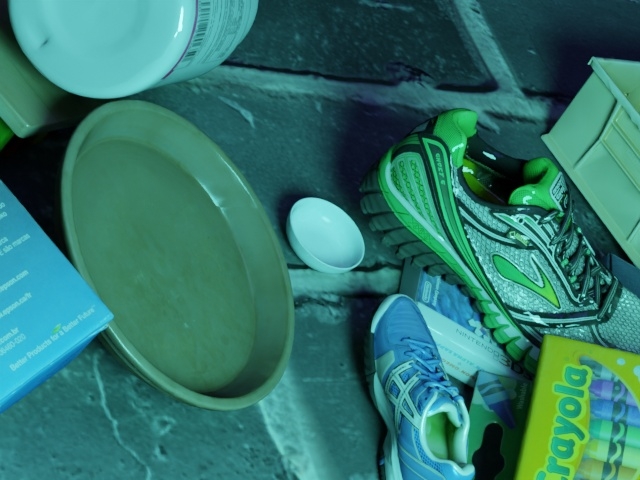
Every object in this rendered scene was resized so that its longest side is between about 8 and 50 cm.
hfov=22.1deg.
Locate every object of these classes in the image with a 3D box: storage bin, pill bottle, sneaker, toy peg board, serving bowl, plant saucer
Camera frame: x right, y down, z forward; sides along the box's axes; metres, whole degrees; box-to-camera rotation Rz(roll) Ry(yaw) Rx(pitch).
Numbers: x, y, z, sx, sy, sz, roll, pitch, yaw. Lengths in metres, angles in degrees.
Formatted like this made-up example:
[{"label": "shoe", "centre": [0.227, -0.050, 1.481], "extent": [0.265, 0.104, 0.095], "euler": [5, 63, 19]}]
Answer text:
[{"label": "storage bin", "centre": [0.434, -0.072, 1.887], "extent": [0.262, 0.123, 0.260], "euler": [0, 47, -41]}, {"label": "pill bottle", "centre": [-0.153, -0.216, 1.458], "extent": [0.160, 0.160, 0.283], "euler": [44, 15, 2]}, {"label": "sneaker", "centre": [0.203, 0.016, 1.542], "extent": [0.343, 0.146, 0.134], "euler": [38, 39, -6]}, {"label": "sneaker", "centre": [0.094, 0.139, 1.445], "extent": [0.080, 0.081, 0.211], "euler": [9, 57, -34]}, {"label": "toy peg board", "centre": [-0.284, -0.141, 1.420], "extent": [0.161, 0.079, 0.160], "euler": [49, 23, 6]}, {"label": "serving bowl", "centre": [0.000, 0.000, 1.552], "extent": [0.083, 0.027, 0.083], "euler": [23, 43, -23]}, {"label": "plant saucer", "centre": [-0.124, 0.015, 1.360], "extent": [0.278, 0.041, 0.278], "euler": [37, 39, -37]}]

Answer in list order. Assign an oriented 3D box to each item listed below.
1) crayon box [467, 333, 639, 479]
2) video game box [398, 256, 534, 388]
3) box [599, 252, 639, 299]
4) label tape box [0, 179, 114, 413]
[{"label": "crayon box", "centre": [0.281, 0.204, 1.428], "extent": [0.322, 0.083, 0.203], "euler": [12, 50, 8]}, {"label": "video game box", "centre": [0.168, 0.064, 1.623], "extent": [0.187, 0.048, 0.205], "euler": [32, 40, -16]}, {"label": "box", "centre": [0.378, 0.138, 1.720], "extent": [0.232, 0.059, 0.183], "euler": [29, 40, -16]}, {"label": "label tape box", "centre": [-0.345, 0.003, 1.164], "extent": [0.334, 0.106, 0.240], "euler": [51, 42, 1]}]
